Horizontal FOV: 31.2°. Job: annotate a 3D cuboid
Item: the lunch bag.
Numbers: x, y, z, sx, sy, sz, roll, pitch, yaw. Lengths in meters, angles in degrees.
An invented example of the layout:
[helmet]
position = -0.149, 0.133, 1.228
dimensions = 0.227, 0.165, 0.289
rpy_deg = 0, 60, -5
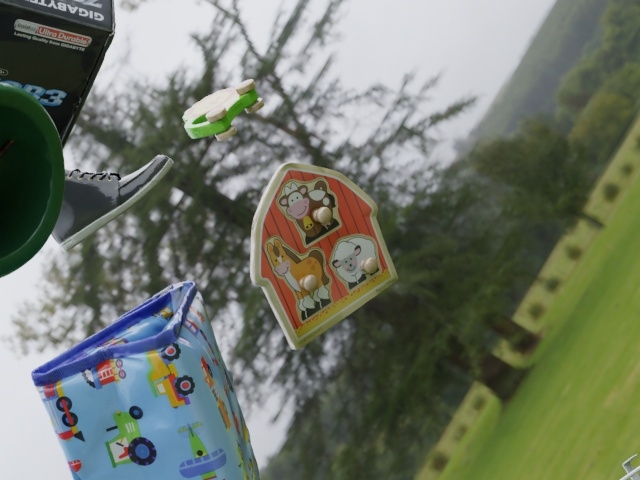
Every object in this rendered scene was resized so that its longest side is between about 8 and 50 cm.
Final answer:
[lunch bag]
position = -0.123, 0.166, 1.081
dimensions = 0.138, 0.220, 0.293
rpy_deg = -17, 7, 11

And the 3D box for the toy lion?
[toy lion]
position = -0.118, -0.143, 1.282
dimensions = 0.096, 0.034, 0.100
rpy_deg = -8, 30, 37

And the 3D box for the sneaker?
[sneaker]
position = -0.344, -0.090, 1.782
dimensions = 0.222, 0.118, 0.083
rpy_deg = -36, 8, -2

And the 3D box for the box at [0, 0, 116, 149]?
[box]
position = -0.419, -0.195, 1.309
dimensions = 0.293, 0.296, 0.073
rpy_deg = -51, 37, 44

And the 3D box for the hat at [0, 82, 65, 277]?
[hat]
position = -0.366, -0.055, 1.093
dimensions = 0.173, 0.184, 0.208
rpy_deg = -12, -70, -51

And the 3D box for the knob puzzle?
[knob puzzle]
position = 0.000, 0.000, 1.310
dimensions = 0.030, 0.213, 0.213
rpy_deg = -2, 50, 55

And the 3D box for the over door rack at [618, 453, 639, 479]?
[over door rack]
position = 0.548, 0.370, 1.786
dimensions = 0.240, 0.108, 0.324
rpy_deg = -7, -21, -39
